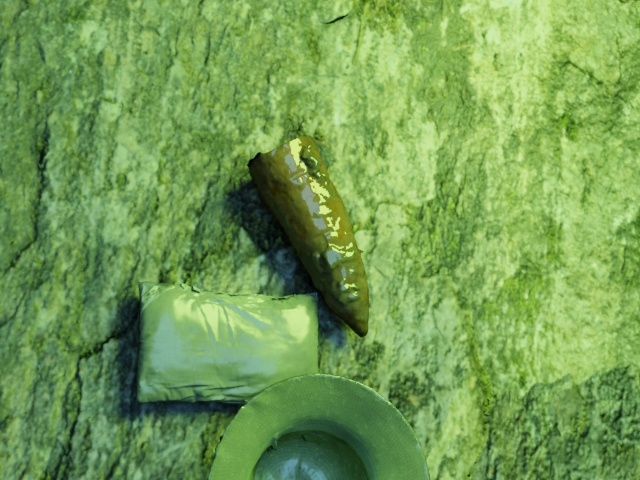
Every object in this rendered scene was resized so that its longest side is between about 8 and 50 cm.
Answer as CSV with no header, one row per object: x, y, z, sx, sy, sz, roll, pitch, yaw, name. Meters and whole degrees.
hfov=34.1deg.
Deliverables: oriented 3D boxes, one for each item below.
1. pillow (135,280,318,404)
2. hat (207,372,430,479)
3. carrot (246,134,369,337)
-0.108,0.127,1.254,0.229,0.050,0.148,5,78,-14,pillow
-0.015,0.289,1.183,0.257,0.130,0.257,5,71,-14,hat
0.000,0.000,1.303,0.101,0.102,0.263,-23,84,-20,carrot
